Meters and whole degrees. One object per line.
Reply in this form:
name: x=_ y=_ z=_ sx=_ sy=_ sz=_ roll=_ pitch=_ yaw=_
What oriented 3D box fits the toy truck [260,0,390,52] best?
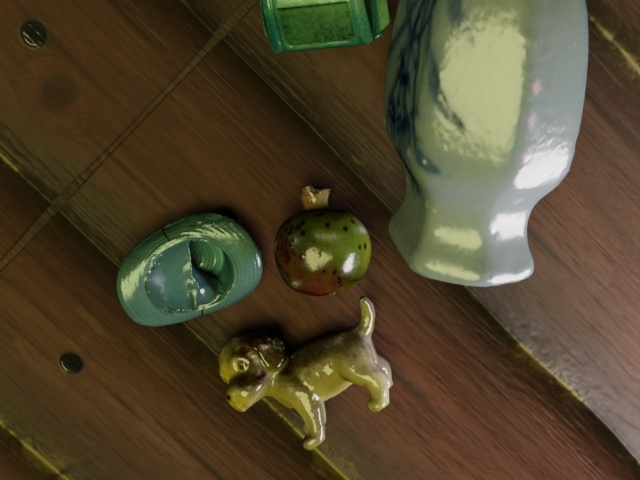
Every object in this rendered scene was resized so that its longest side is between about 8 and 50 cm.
toy truck: x=-0.006 y=-0.347 z=1.199 sx=0.155 sy=0.156 sz=0.279 roll=-3 pitch=114 yaw=12

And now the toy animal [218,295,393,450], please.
toy animal: x=-0.017 y=0.180 z=1.461 sx=0.233 sy=0.121 sz=0.169 roll=-19 pitch=98 yaw=15

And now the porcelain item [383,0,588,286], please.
porcelain item: x=0.171 y=-0.167 z=1.201 sx=0.178 sy=0.242 sz=0.405 roll=0 pitch=112 yaw=-10

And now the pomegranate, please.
pomegranate: x=-0.001 y=0.008 z=1.379 sx=0.130 sy=0.130 sz=0.130 roll=4 pitch=114 yaw=9

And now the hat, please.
hat: x=-0.171 y=0.033 z=1.446 sx=0.190 sy=0.078 sz=0.138 roll=-21 pitch=118 yaw=-1
